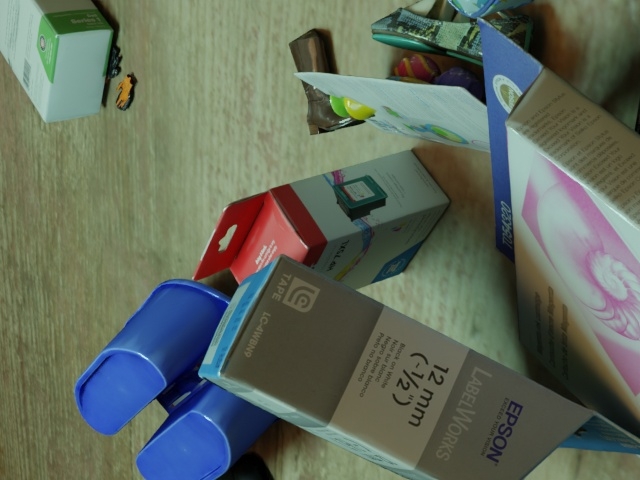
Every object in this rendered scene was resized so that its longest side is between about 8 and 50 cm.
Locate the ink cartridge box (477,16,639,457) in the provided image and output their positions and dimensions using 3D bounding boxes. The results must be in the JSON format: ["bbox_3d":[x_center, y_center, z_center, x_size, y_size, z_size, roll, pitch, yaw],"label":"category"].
[{"bbox_3d":[0.219,0.035,0.869,0.330,0.071,0.324,44,164,32],"label":"ink cartridge box"}]

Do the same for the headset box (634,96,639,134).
[{"bbox_3d":[0.352,-0.139,0.663,0.283,0.131,0.246,28,127,45],"label":"headset box"}]

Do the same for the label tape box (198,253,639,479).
[{"bbox_3d":[0.077,0.146,0.969,0.348,0.115,0.249,29,169,-6],"label":"label tape box"}]

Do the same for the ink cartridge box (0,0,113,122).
[{"bbox_3d":[-0.399,-0.306,1.650,0.219,0.093,0.160,54,141,30],"label":"ink cartridge box"}]

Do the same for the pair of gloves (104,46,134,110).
[{"bbox_3d":[-0.289,-0.231,1.612,0.083,0.010,0.074,63,146,17],"label":"pair of gloves"}]

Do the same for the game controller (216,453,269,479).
[{"bbox_3d":[-0.142,0.423,1.681,0.319,0.067,0.166,-36,61,54],"label":"game controller"}]

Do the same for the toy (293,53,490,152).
[{"bbox_3d":[0.098,-0.136,1.051,0.237,0.137,0.056,11,76,51],"label":"toy"}]

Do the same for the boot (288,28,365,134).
[{"bbox_3d":[0.008,-0.175,1.210,0.106,0.037,0.114,-6,96,53],"label":"boot"}]

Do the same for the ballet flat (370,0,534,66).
[{"bbox_3d":[0.123,-0.194,1.029,0.188,0.070,0.070,26,125,44],"label":"ballet flat"}]

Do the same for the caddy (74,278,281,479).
[{"bbox_3d":[-0.174,0.189,1.509,0.241,0.179,0.341,44,143,-3],"label":"caddy"}]

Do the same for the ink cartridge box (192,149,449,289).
[{"bbox_3d":[0.000,0.000,1.125,0.078,0.231,0.134,56,143,22],"label":"ink cartridge box"}]

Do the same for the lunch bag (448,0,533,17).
[{"bbox_3d":[0.137,-0.308,0.919,0.219,0.090,0.176,61,145,15],"label":"lunch bag"}]
